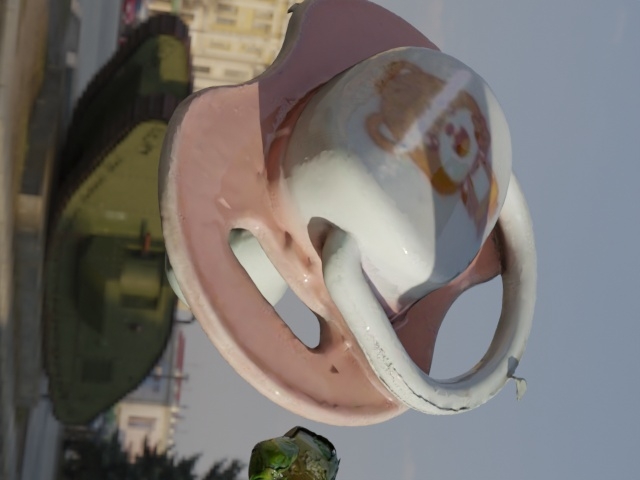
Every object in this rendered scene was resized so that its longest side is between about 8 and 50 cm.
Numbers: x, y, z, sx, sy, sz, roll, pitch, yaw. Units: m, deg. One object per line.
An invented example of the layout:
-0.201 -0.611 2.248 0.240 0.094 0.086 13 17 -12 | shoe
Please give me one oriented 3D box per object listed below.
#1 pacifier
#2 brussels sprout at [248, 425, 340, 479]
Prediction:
0.010 -0.022 0.742 0.332 0.273 0.220 -50 144 -45 | pacifier
-0.022 0.167 0.860 0.046 0.083 0.051 -44 -126 18 | brussels sprout
